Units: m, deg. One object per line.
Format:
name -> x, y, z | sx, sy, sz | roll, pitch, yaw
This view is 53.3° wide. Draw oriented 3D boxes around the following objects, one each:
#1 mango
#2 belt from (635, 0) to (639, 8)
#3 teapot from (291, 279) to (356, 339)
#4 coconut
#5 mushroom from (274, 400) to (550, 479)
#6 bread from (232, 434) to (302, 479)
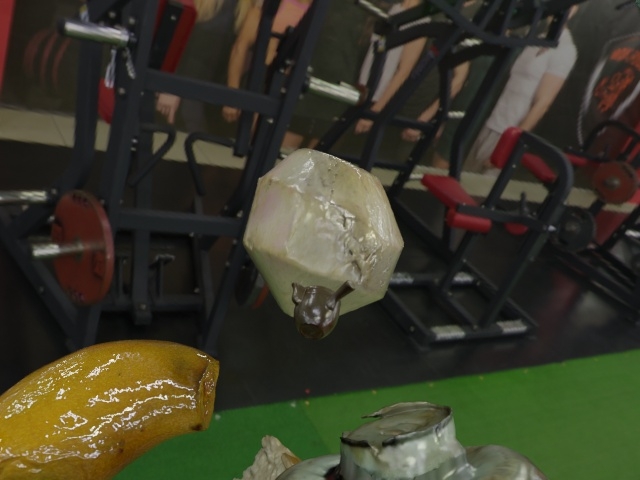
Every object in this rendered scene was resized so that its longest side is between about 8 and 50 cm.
mango -> -0.306, 0.235, 0.856 | 0.359, 0.144, 0.187 | -26, 60, -14
belt -> 0.302, -0.296, 0.587 | 0.179, 0.100, 0.065 | 24, -19, -40
teapot -> 0.002, 0.091, 0.934 | 0.085, 0.110, 0.080 | 37, 43, -20
coconut -> 0.000, 0.000, 1.299 | 0.353, 0.352, 0.352 | 19, 25, -9
mushroom -> 0.091, 0.322, 0.697 | 0.352, 0.260, 0.352 | -10, -1, 0
bread -> -0.075, 0.432, 0.971 | 0.224, 0.183, 0.211 | 42, 2, 19
